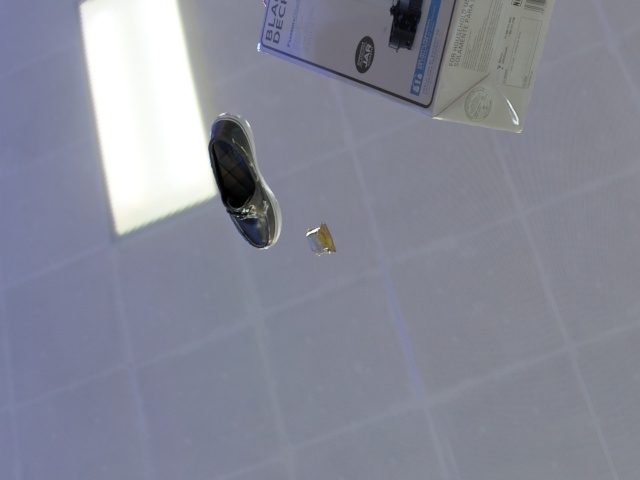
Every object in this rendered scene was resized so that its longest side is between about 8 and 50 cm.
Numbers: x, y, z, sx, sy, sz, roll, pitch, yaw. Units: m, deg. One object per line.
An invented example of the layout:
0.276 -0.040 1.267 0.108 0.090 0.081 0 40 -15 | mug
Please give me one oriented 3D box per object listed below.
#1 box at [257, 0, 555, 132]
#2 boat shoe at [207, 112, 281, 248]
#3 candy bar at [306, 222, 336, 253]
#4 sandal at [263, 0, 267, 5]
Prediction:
0.063 -0.203 0.946 0.290 0.087 0.169 35 -64 55 | box
-0.114 -0.072 1.687 0.080 0.228 0.076 0 -145 15 | boat shoe
0.000 0.000 1.521 0.018 0.161 0.040 -25 -89 -7 | candy bar
-0.146 -0.467 1.647 0.102 0.169 0.416 -27 -84 12 | sandal
